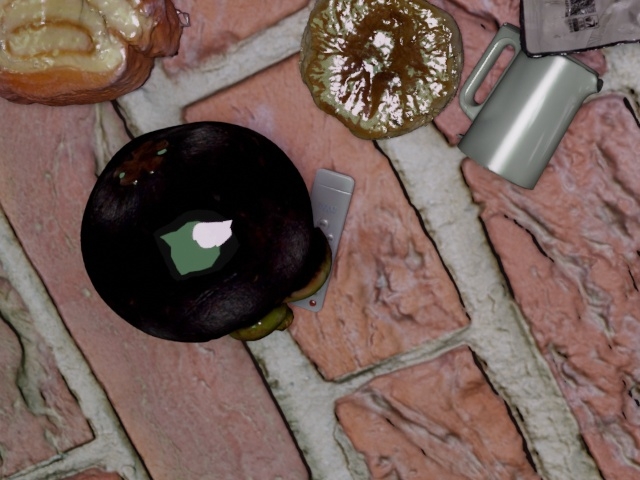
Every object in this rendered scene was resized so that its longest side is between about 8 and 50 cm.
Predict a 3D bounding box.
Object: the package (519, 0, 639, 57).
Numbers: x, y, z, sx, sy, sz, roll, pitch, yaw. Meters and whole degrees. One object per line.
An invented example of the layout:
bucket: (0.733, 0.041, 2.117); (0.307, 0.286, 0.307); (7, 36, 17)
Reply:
package: (0.326, -0.264, 0.946); (0.239, 0.030, 0.154); (-2, 64, 15)

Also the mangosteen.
mangosteen: (-0.122, 0.012, 1.058); (0.275, 0.275, 0.302); (-24, 131, 17)

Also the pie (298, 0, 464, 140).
pie: (0.066, -0.207, 1.053); (0.195, 0.046, 0.195); (3, 105, 13)

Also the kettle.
kettle: (0.225, -0.147, 1.016); (0.098, 0.127, 0.148); (21, 107, -26)

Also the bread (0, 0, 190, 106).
bread: (-0.287, -0.257, 1.084); (0.244, 0.123, 0.190); (-2, 101, 12)

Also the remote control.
remote control: (0.000, 0.000, 1.128); (0.050, 0.027, 0.184); (18, 111, 10)
